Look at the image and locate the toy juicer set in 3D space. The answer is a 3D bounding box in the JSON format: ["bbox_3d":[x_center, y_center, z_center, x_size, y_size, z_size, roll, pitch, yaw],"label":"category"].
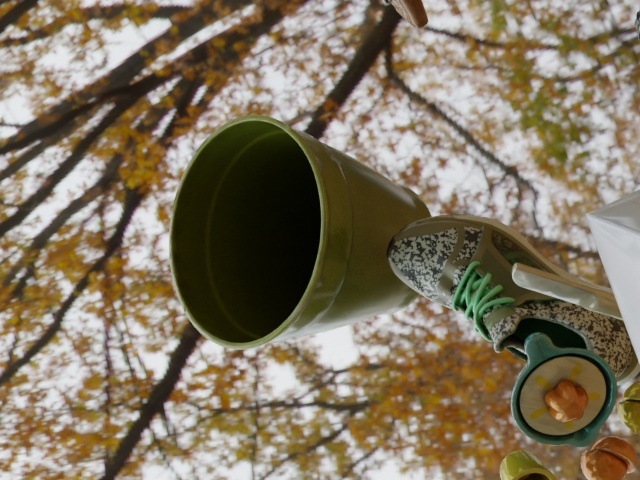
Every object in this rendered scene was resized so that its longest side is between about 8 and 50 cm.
[{"bbox_3d":[0.335,0.187,1.345,0.209,0.089,0.329,-2,-70,-7],"label":"toy juicer set"}]

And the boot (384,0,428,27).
[{"bbox_3d":[0.055,-0.347,1.209,0.096,0.264,0.280,-34,-50,-7],"label":"boot"}]

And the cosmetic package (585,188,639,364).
[{"bbox_3d":[0.314,0.013,0.634,0.225,0.224,0.138,-26,-76,-4],"label":"cosmetic package"}]

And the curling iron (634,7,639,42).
[{"bbox_3d":[0.385,-0.230,0.938,0.068,0.274,0.035,22,-121,-31],"label":"curling iron"}]

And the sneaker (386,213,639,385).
[{"bbox_3d":[0.261,0.086,1.521,0.182,0.410,0.158,-22,-48,-58],"label":"sneaker"}]

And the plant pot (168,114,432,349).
[{"bbox_3d":[0.000,0.000,1.814,0.353,0.366,0.366,7,-108,-45],"label":"plant pot"}]
